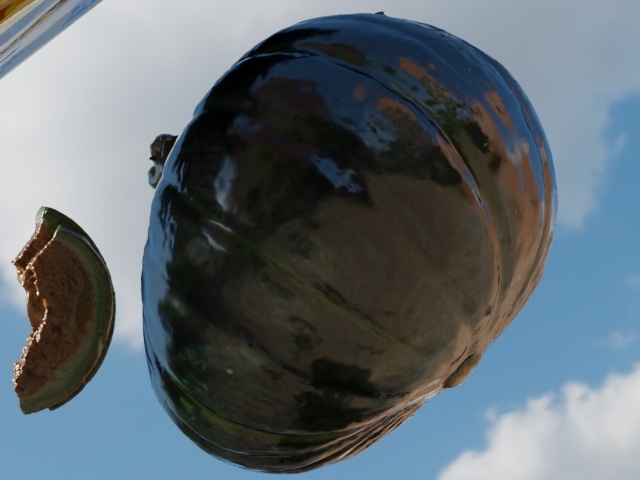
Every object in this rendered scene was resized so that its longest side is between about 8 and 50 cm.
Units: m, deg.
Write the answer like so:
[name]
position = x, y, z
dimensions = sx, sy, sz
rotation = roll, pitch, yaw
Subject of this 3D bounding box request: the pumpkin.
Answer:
[pumpkin]
position = 0.000, 0.000, 0.708
dimensions = 0.216, 0.250, 0.250
rotation = 25, -31, 17

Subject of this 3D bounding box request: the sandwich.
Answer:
[sandwich]
position = -0.167, 0.045, 0.905
dimensions = 0.067, 0.135, 0.029
rotation = 0, 2, -17

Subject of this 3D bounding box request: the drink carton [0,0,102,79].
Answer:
[drink carton]
position = -0.174, -0.151, 0.699
dimensions = 0.111, 0.351, 0.154
rotation = 47, -34, -6
